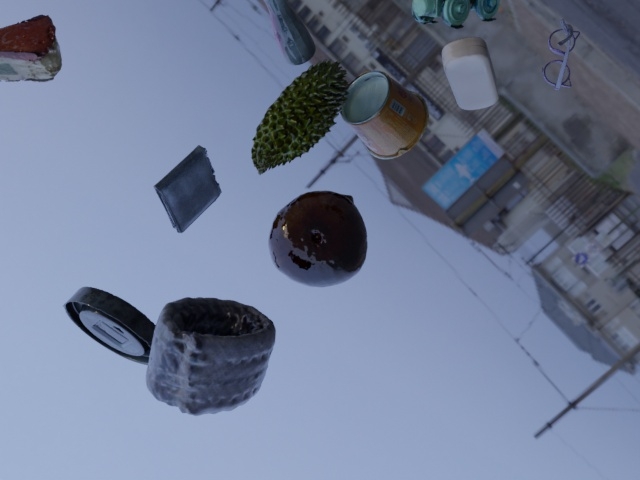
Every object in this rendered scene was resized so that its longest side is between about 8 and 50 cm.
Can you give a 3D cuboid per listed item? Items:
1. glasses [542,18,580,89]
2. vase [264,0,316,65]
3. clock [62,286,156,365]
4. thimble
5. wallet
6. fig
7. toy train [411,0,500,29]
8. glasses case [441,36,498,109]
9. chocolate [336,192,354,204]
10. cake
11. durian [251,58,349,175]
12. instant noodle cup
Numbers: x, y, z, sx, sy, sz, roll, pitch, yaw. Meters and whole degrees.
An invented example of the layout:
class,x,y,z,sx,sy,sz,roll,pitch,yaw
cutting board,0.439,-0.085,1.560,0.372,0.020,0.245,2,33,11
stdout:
class,x,y,z,sx,sy,sz,roll,pitch,yaw
glasses,0.484,-0.381,1.338,0.063,0.139,0.104,12,170,6
vase,-0.085,-0.519,1.608,0.086,0.086,0.214,58,180,38
clock,-0.584,0.247,1.948,0.313,0.313,0.061,39,-122,-15
thimble,-0.208,0.213,1.282,0.217,0.157,0.245,17,-168,18
wallet,-0.337,-0.126,1.744,0.036,0.167,0.222,35,159,22
fig,-0.003,0.002,1.599,0.235,0.235,0.214,46,155,6
toy train,0.263,-0.502,1.314,0.203,0.162,0.112,-22,-150,-31
glasses case,0.279,-0.305,1.260,0.196,0.083,0.050,40,-137,-64
chocolate,0.042,-0.100,1.799,0.101,0.031,0.064,6,-115,-6
cake,-0.618,-0.355,1.351,0.116,0.221,0.086,56,165,33
durian,-0.053,-0.327,1.746,0.157,0.355,0.169,46,171,-18
instant noodle cup,0.165,-0.354,1.874,0.172,0.216,0.215,30,-158,-46
